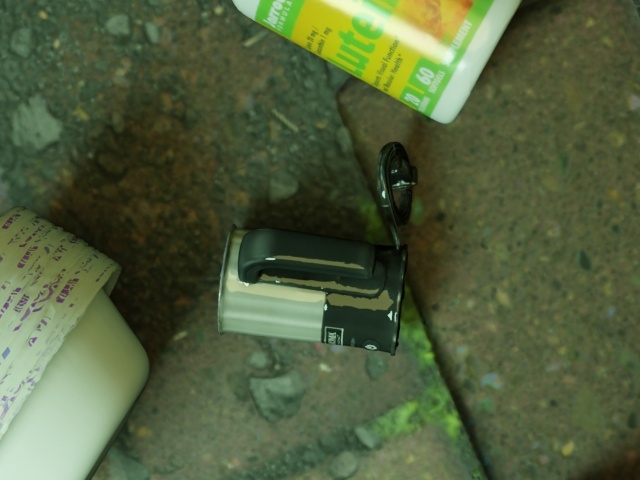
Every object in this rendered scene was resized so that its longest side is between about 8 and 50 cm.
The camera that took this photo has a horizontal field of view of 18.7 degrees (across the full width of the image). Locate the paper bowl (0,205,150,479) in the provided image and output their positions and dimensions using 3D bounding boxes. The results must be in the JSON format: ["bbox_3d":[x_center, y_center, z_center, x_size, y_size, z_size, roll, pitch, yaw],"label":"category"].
[{"bbox_3d":[-0.225,0.130,1.361,0.148,0.284,0.284,32,94,-1],"label":"paper bowl"}]

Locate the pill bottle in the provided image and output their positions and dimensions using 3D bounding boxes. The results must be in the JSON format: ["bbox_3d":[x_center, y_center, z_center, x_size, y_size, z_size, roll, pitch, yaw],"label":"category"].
[{"bbox_3d":[0.019,-0.199,1.404,0.245,0.136,0.136,29,94,2],"label":"pill bottle"}]

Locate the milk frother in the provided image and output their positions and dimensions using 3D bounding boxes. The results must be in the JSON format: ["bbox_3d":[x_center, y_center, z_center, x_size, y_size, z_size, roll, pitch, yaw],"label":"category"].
[{"bbox_3d":[0.000,0.000,1.445,0.134,0.129,0.143,7,50,3],"label":"milk frother"}]
